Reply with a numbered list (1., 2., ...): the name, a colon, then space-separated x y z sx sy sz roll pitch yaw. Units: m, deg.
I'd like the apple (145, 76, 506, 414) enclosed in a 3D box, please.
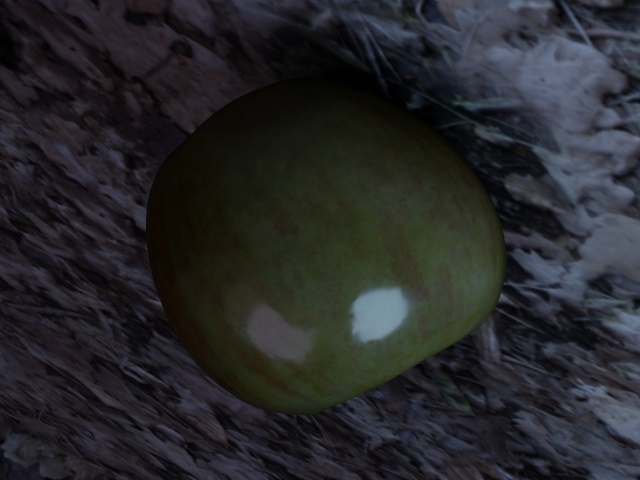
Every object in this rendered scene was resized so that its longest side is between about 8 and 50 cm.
1. apple: 0.000 0.000 1.230 0.234 0.256 0.257 62 158 6
